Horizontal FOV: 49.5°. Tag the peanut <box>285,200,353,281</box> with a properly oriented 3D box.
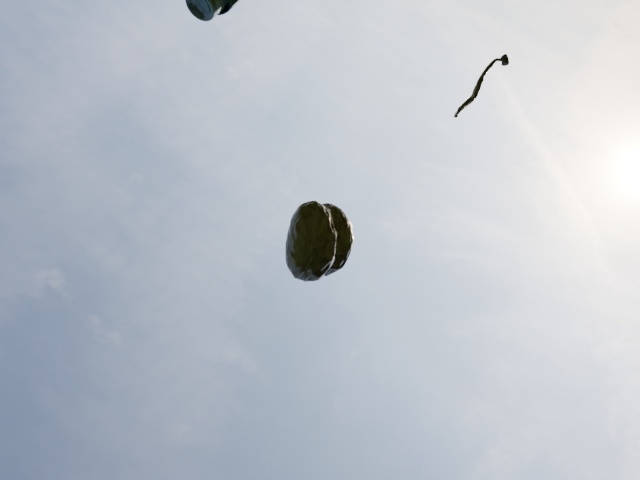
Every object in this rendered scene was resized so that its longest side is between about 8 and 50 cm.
[{"bbox_3d":[0.000,0.000,1.689,0.110,0.196,0.233,9,-173,25],"label":"peanut"}]

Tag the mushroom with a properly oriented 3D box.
[{"bbox_3d":[0.340,-0.333,1.474,0.028,0.026,0.286,24,-133,24],"label":"mushroom"}]

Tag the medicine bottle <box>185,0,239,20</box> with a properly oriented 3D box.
[{"bbox_3d":[-0.147,-0.486,1.295,0.079,0.124,0.258,10,-133,33],"label":"medicine bottle"}]
